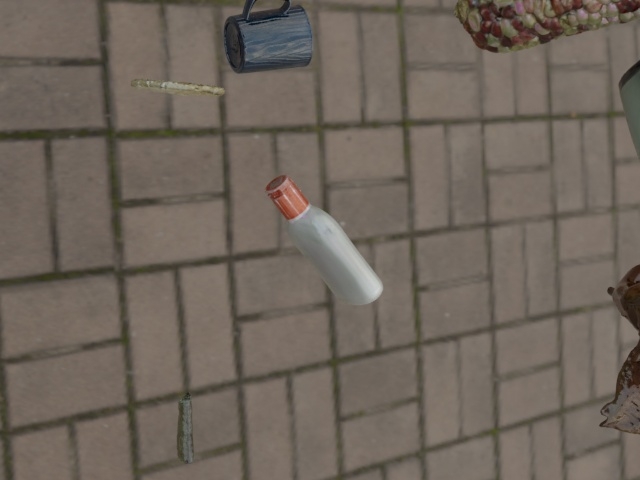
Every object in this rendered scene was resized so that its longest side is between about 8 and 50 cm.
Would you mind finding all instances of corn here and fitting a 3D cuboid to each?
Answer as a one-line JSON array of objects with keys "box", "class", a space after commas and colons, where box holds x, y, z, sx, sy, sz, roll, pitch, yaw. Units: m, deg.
[{"box": [0.250, -0.226, 1.054, 0.092, 0.280, 0.092, 13, 74, -55], "class": "corn"}]

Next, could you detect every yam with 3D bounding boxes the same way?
[{"box": [-0.221, 0.303, 1.951, 0.027, 0.033, 0.130, -14, 119, -29], "class": "yam"}]

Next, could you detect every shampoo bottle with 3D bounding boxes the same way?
[{"box": [0.000, 0.000, 1.712, 0.051, 0.108, 0.221, -47, 114, -21], "class": "shampoo bottle"}]

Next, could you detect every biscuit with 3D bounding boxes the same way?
[{"box": [-0.222, -0.237, 1.869, 0.152, 0.152, 0.020, 2, 96, -40], "class": "biscuit"}]

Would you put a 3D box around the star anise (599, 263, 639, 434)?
[{"box": [0.264, 0.091, 0.766, 0.148, 0.237, 0.346, 15, 71, -18], "class": "star anise"}]

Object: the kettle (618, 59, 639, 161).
[{"box": [0.371, -0.083, 1.085, 0.221, 0.161, 0.236, 13, 54, -65], "class": "kettle"}]

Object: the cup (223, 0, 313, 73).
[{"box": [-0.102, -0.387, 2.215, 0.138, 0.113, 0.150, -12, 100, -23], "class": "cup"}]
